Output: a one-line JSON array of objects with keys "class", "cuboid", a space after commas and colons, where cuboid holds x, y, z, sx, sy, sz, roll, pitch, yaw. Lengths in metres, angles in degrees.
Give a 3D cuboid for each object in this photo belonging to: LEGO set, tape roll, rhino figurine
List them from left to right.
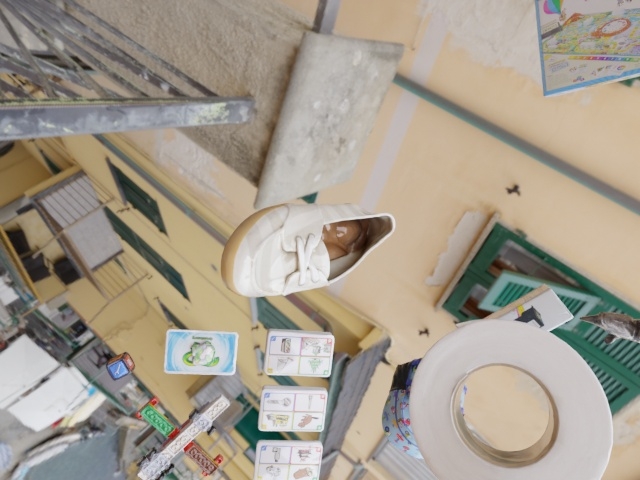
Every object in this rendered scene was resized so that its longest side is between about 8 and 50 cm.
[{"class": "LEGO set", "cuboid": [-0.116, 0.185, 0.526, 0.060, 0.244, 0.182, -150, -115, -78]}, {"class": "tape roll", "cuboid": [0.288, 0.267, 0.722, 0.286, 0.286, 0.100, -54, 155, 3]}, {"class": "rhino figurine", "cuboid": [0.535, 0.143, 0.699, 0.106, 0.243, 0.073, 29, 69, -53]}]

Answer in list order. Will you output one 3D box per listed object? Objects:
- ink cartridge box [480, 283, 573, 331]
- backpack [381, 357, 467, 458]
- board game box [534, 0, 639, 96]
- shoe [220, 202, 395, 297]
[{"class": "ink cartridge box", "cuboid": [0.424, 0.169, 0.966, 0.175, 0.072, 0.127, -36, 167, 16]}, {"class": "backpack", "cuboid": [0.217, 0.358, 0.963, 0.173, 0.158, 0.117, -60, -174, -38]}, {"class": "board game box", "cuboid": [0.289, -0.207, 0.434, 0.026, 0.154, 0.103, -15, 100, -36]}, {"class": "shoe", "cuboid": [0.000, 0.000, 0.425, 0.219, 0.058, 0.076, -20, 110, -53]}]
